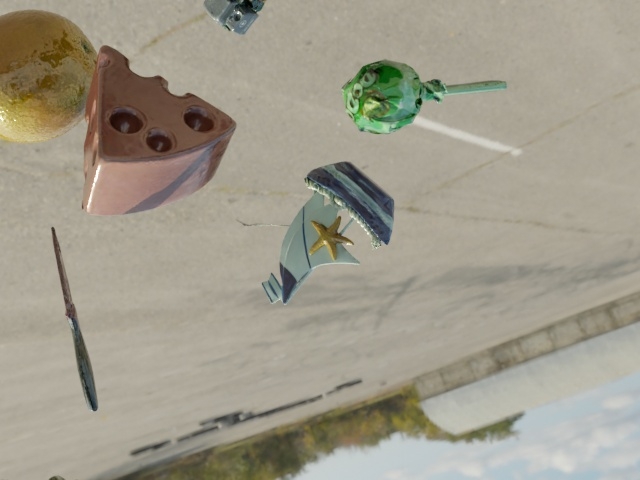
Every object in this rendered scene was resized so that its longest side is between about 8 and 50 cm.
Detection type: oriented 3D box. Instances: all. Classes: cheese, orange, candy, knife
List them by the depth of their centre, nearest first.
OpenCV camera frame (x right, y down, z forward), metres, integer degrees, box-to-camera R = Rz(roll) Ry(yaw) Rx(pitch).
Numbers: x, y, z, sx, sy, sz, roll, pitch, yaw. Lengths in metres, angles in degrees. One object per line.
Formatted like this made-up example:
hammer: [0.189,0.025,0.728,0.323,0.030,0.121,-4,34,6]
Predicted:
cheese: [-0.209,-0.128,1.032,0.177,0.203,0.128,7,141,-23]
knife: [-0.323,0.102,1.034,0.018,0.247,0.035,-14,180,-6]
candy: [0.155,-0.198,1.049,0.323,0.097,0.097,-16,169,-44]
orange: [-0.488,-0.274,1.340,0.236,0.236,0.236,-19,168,-4]

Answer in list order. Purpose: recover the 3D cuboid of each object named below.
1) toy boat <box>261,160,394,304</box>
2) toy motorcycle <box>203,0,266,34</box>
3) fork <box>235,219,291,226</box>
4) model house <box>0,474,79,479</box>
toy boat: [0.000,0.000,1.455,0.291,0.220,0.067,-52,151,11]
toy motorcycle: [-0.115,-0.495,1.439,0.274,0.125,0.187,-47,165,25]
fork: [-0.112,-0.032,1.564,0.115,0.012,0.016,6,-167,5]
model house: [-0.361,0.286,0.753,0.261,0.266,0.321,-51,177,-22]
